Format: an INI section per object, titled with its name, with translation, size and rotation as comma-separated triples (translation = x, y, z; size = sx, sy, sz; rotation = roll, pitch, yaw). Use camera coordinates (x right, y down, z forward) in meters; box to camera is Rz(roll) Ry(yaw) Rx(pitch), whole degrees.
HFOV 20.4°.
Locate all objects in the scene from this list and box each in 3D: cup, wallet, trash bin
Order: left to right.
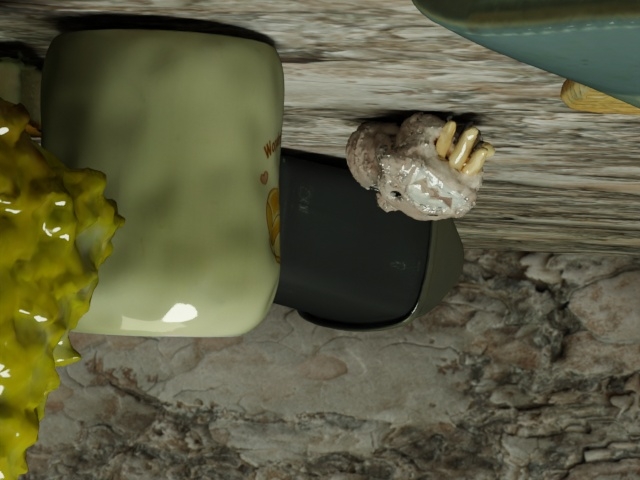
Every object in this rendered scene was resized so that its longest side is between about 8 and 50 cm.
[cup]
translation = -0.139, -0.037, 1.268
size = 0.173, 0.202, 0.255
rotation = 3, 180, -42
[trash bin]
translation = 0.000, 0.000, 1.962
size = 0.290, 0.182, 0.209
rotation = 14, 171, -43
[wallet]
translation = 0.238, -0.100, 0.928
size = 0.252, 0.083, 0.360
rotation = 3, 175, 38

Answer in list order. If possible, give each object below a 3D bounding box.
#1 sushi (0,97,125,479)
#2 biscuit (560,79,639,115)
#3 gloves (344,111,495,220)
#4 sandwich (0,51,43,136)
[sushi]
translation = -0.349, -0.017, 1.042
size = 0.351, 0.240, 0.396
rotation = 12, 164, 37
[biscuit]
translation = 0.297, -0.103, 1.210
size = 0.250, 0.030, 0.160
rotation = 4, 177, -2
[gloves]
translation = 0.085, -0.066, 1.560
size = 0.110, 0.094, 0.144
rotation = 16, -179, -16
[sandwich]
translation = -0.282, -0.113, 1.396
size = 0.162, 0.058, 0.193
rotation = 4, 179, 7
